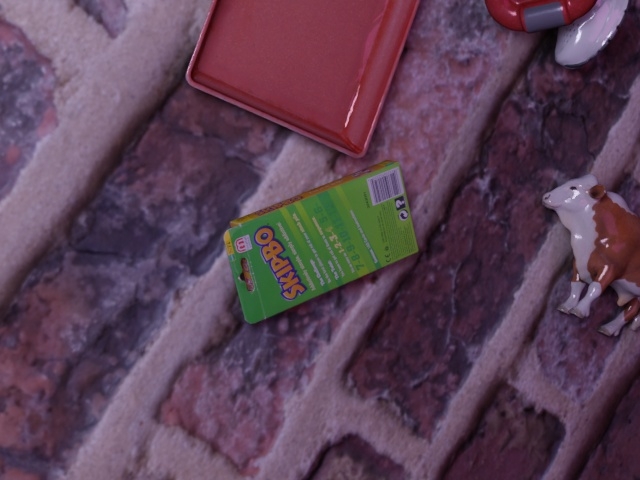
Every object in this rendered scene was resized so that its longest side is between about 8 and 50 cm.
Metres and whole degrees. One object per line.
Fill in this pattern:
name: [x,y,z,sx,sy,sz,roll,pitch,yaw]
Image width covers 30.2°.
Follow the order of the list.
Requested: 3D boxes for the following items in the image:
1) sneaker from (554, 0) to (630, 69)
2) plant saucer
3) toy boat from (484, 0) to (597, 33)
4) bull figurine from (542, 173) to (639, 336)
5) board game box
sneaker: [0.351,-0.376,1.585,0.129,0.111,0.297,14,89,-16]
plant saucer: [-0.017,-0.259,1.394,0.259,0.048,0.258,21,88,-32]
toy boat: [0.253,-0.362,1.462,0.151,0.151,0.231,-54,130,-59]
bull figurine: [0.423,0.036,1.691,0.310,0.101,0.188,27,88,-30]
board game box: [0.000,0.000,1.459,0.259,0.039,0.124,-23,110,-29]
